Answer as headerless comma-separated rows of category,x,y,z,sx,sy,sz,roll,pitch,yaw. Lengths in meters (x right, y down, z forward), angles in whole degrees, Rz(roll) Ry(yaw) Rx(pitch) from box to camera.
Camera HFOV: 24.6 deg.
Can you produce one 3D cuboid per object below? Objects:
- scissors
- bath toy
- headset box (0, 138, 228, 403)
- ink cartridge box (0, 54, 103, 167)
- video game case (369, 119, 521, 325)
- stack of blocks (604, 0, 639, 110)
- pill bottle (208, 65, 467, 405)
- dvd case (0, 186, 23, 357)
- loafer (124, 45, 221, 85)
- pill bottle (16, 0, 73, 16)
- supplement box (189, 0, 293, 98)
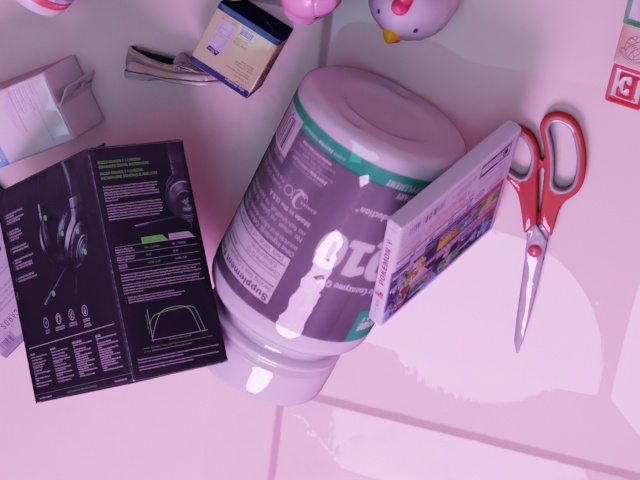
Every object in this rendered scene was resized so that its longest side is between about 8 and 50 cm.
scissors,0.260,-0.004,1.697,0.109,0.021,0.297,-3,109,16
bath toy,-0.020,-0.306,1.601,0.348,0.129,0.151,24,116,6
headset box,-0.252,0.030,1.715,0.246,0.131,0.283,-19,82,51
ink cartridge box,-0.341,-0.158,1.779,0.143,0.092,0.090,-17,106,23
video game case,0.134,-0.018,1.601,0.023,0.201,0.183,38,149,21
stack of blocks,0.453,-0.183,1.478,0.297,0.087,0.171,23,115,29
pill bottle,0.000,0.000,1.677,0.204,0.204,0.361,30,117,4
dvd case,-0.442,0.017,1.917,0.238,0.029,0.179,45,117,-5
loafer,-0.175,-0.207,1.737,0.125,0.045,0.039,6,106,17
pill bottle,-0.279,-0.356,1.671,0.108,0.108,0.193,46,116,-5
supplement box,-0.092,-0.225,1.695,0.083,0.056,0.083,33,117,2
